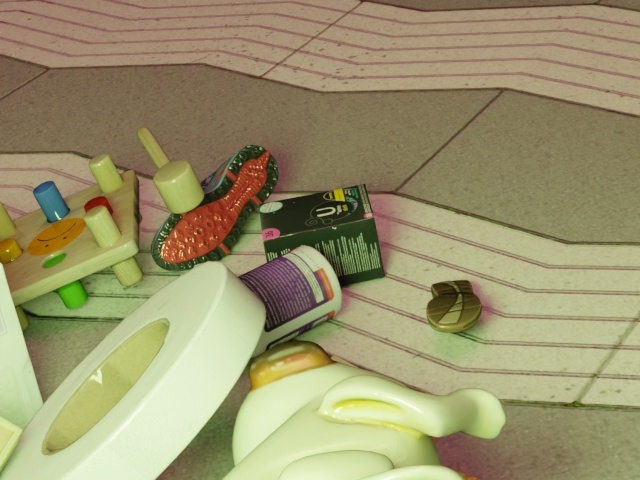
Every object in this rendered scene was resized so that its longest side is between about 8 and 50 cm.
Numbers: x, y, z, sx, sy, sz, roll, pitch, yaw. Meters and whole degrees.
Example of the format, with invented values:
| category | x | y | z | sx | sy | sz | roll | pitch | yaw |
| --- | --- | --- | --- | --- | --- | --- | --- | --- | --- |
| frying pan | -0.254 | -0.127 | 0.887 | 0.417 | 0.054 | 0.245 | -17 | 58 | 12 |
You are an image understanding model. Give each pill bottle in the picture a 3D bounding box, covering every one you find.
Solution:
| category | x | y | z | sx | sy | sz | roll | pitch | yaw |
| --- | --- | --- | --- | --- | --- | --- | --- | --- | --- |
| pill bottle | -0.077 | 0.091 | 2.076 | 0.193 | 0.108 | 0.108 | -26 | 31 | -27 |

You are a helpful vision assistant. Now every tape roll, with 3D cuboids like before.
| category | x | y | z | sx | sy | sz | roll | pitch | yaw |
| --- | --- | --- | --- | --- | --- | --- | --- | --- | --- |
| tape roll | -0.222 | 0.185 | 1.780 | 0.392 | 0.072 | 0.392 | -41 | 14 | 13 |

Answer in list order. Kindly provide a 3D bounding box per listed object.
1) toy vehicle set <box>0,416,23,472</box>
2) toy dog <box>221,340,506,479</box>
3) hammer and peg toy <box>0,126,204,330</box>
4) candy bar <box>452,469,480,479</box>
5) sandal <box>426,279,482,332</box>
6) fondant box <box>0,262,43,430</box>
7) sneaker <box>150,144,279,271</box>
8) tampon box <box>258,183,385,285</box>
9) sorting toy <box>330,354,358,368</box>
| category | x | y | z | sx | sy | sz | roll | pitch | yaw |
| --- | --- | --- | --- | --- | --- | --- | --- | --- | --- |
| toy vehicle set | -0.495 | 0.221 | 1.771 | 0.267 | 0.035 | 0.166 | 29 | 50 | 1 |
| toy dog | 0.010 | 0.276 | 1.567 | 0.395 | 0.284 | 0.408 | -17 | 22 | 9 |
| hammer and peg toy | -0.334 | -0.020 | 2.291 | 0.361 | 0.127 | 0.266 | -23 | 27 | 5 |
| candy bar | 0.106 | 0.265 | 1.782 | 0.161 | 0.018 | 0.040 | 10 | 31 | 35 |
| sandal | 0.176 | 0.095 | 2.053 | 0.072 | 0.049 | 0.180 | -3 | 14 | 4 |
| fondant box | -0.505 | 0.105 | 2.063 | 0.096 | 0.238 | 0.330 | -28 | 32 | -31 |
| sneaker | -0.170 | -0.034 | 2.389 | 0.262 | 0.104 | 0.125 | -45 | 10 | -32 |
| tampon box | 0.000 | 0.000 | 2.225 | 0.161 | 0.101 | 0.120 | -11 | 27 | -1 |
| sorting toy | 0.002 | 0.166 | 2.010 | 0.062 | 0.012 | 0.083 | -28 | 33 | -29 |
